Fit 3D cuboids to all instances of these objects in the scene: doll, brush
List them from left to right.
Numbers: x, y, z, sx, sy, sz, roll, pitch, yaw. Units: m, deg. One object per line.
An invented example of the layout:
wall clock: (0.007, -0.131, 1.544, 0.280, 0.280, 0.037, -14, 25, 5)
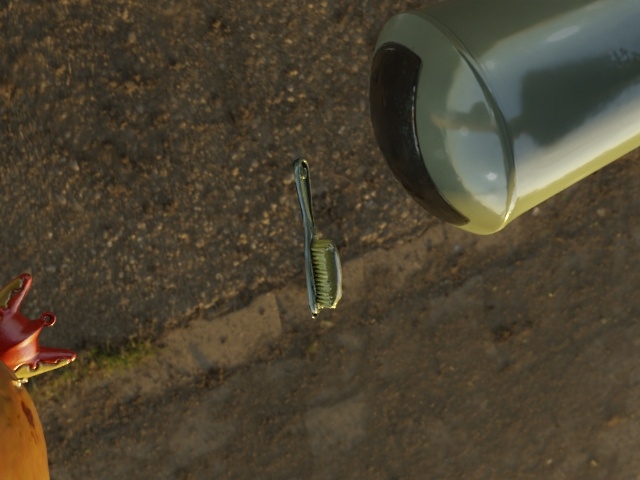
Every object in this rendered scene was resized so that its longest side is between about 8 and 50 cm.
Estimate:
doll: (-0.348, 0.118, 0.740, 0.169, 0.057, 0.109, -30, 110, -20)
brush: (0.000, 0.000, 1.278, 0.060, 0.068, 0.296, 0, 111, 20)

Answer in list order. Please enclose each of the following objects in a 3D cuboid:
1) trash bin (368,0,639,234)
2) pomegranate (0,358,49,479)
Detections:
trash bin: (0.271, -0.196, 0.899, 0.432, 0.280, 0.280, -26, 127, -12)
pomegranate: (-0.218, 0.118, 0.322, 0.191, 0.191, 0.191, -13, 123, -20)
